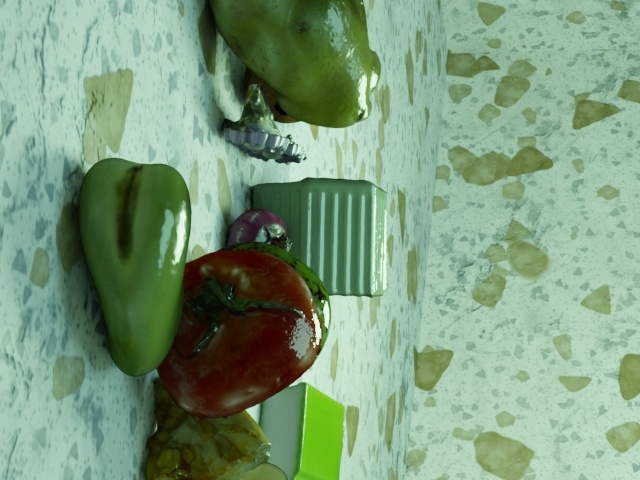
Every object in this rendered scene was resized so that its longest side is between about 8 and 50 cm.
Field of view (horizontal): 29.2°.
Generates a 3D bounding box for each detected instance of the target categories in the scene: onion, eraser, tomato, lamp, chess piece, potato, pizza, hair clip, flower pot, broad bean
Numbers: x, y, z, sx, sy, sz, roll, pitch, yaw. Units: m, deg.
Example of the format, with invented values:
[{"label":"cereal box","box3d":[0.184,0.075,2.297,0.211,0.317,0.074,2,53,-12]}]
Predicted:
[{"label":"onion","box3d":[-0.091,0.009,1.872,0.115,0.104,0.115,-9,100,-59]},{"label":"eraser","box3d":[-0.034,0.367,2.163,0.274,0.092,0.210,53,40,-67]},{"label":"tomato","box3d":[-0.120,0.099,1.512,0.101,0.228,0.228,65,29,-57]},{"label":"lamp","box3d":[-0.054,-0.252,1.948,0.136,0.136,0.136,0,90,-77]},{"label":"chess piece","box3d":[-0.087,0.438,1.943,0.094,0.094,0.170,-76,165,-45]},{"label":"potato","box3d":[-0.031,-0.321,1.800,0.351,0.202,0.218,55,51,-17]},{"label":"pizza","box3d":[-0.166,0.252,1.538,0.161,0.182,0.062,-50,150,4]},{"label":"hair clip","box3d":[-0.084,-0.165,1.889,0.292,0.106,0.085,46,53,-76]},{"label":"flower pot","box3d":[0.000,0.000,2.025,0.239,0.209,0.190,19,72,-77]},{"label":"broad bean","box3d":[-0.196,0.036,1.374,0.189,0.121,0.263,-87,173,-53]}]

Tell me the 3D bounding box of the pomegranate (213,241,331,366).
[{"label":"pomegranate","box3d":[-0.107,0.124,1.669,0.248,0.214,0.214,-46,151,-15]}]
